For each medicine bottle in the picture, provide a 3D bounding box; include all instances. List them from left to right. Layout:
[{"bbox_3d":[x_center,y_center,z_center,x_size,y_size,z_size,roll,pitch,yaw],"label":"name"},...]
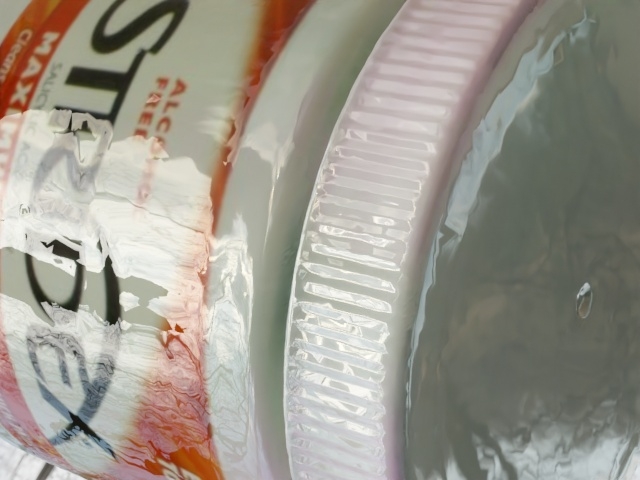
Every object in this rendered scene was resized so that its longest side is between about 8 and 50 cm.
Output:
[{"bbox_3d":[0.000,0.000,0.477,0.241,0.252,0.252,12,-165,34],"label":"medicine bottle"}]
